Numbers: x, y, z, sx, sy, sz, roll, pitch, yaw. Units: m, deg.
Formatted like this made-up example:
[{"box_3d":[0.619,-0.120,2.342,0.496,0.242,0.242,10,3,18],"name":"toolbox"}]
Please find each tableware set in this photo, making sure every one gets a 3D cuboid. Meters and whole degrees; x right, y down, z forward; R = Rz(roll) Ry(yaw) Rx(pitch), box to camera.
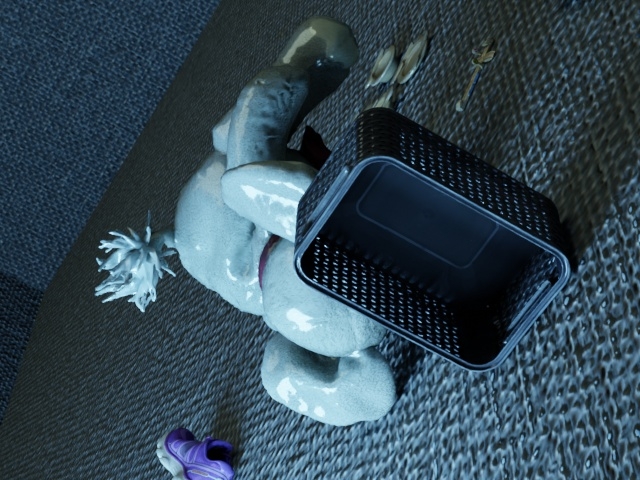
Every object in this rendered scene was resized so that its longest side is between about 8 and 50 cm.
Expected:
[{"box_3d":[0.073,-0.176,1.874,0.141,0.020,0.169,-65,14,-13],"name":"tableware set"}]

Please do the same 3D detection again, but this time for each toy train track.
[{"box_3d":[0.152,-0.168,1.592,0.083,0.014,0.048,-66,14,-15],"name":"toy train track"}]

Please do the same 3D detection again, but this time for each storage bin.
[{"box_3d":[0.080,0.000,1.176,0.122,0.180,0.084,-55,15,26],"name":"storage bin"}]

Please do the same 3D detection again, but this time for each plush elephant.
[{"box_3d":[0.000,0.000,1.391,0.330,0.255,0.271,-34,-46,-30],"name":"plush elephant"}]

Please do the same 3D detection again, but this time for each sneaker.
[{"box_3d":[-0.127,0.242,1.741,0.071,0.068,0.170,-47,22,-2],"name":"sneaker"}]
